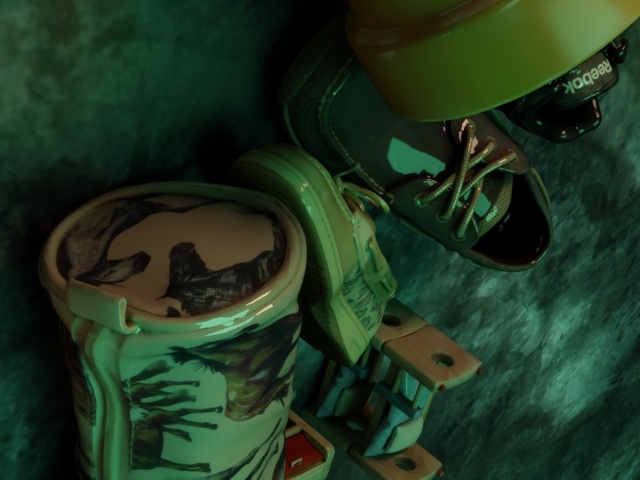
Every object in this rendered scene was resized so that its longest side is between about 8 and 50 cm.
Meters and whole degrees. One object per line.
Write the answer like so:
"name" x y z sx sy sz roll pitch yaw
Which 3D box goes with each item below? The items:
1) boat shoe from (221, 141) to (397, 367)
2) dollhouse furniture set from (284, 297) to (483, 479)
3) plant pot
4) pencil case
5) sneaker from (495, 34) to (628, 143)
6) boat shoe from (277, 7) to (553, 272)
"boat shoe" 0.000 0.000 0.901 0.089 0.104 0.285 -49 158 -16
"dollhouse furniture set" 0.021 0.147 1.025 0.184 0.129 0.129 -17 132 -44
"plant pot" 0.076 -0.205 0.698 0.205 0.205 0.188 -45 117 -14
"pencil case" -0.102 0.145 0.832 0.183 0.160 0.410 -57 159 -47
"sneaker" 0.170 -0.176 0.894 0.098 0.135 0.276 -28 144 -12
"boat shoe" 0.098 -0.066 0.925 0.132 0.130 0.355 -57 148 4
